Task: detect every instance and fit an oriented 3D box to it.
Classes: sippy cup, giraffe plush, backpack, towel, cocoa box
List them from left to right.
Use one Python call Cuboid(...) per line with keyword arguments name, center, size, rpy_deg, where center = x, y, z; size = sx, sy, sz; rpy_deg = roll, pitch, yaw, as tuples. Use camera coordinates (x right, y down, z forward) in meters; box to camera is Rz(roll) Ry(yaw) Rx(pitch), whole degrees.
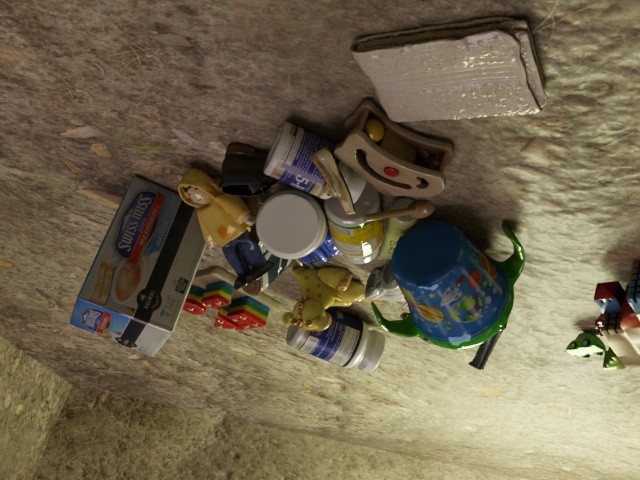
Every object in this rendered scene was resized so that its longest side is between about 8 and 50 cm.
Cuboid(name="cocoa box", center=(-0.432, 0.065, 1.829), size=(0.228, 0.347, 0.231), rpy_deg=(24, 151, -13))
Cuboid(name="giraffe plush", center=(-0.005, 0.165, 1.971), size=(0.210, 0.170, 0.181), rpy_deg=(30, 150, -25))
Cuboid(name="backpack", center=(0.000, 0.000, 1.739), size=(0.120, 0.101, 0.098), rpy_deg=(-3, 154, 27))
Cuboid(name="sippy cup", center=(0.265, 0.081, 1.586), size=(0.240, 0.305, 0.224), rpy_deg=(20, 161, 43))
Cuboid(name="towel", center=(0.206, -0.260, 1.186), size=(0.282, 0.049, 0.187), rpy_deg=(0, 148, 30))

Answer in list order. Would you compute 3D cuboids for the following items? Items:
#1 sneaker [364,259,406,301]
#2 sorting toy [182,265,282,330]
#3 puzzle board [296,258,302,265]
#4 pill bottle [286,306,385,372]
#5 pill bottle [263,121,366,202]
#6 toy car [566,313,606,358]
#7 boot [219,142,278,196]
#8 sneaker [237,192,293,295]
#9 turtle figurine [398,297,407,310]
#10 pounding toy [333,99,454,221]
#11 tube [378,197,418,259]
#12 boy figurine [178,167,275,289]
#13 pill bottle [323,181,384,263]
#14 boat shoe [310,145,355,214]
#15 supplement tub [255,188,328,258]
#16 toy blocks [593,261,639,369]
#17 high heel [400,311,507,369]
Cuboid(name="sneaker", center=(0.200, 0.102, 1.850), size=(0.115, 0.090, 0.232), rpy_deg=(17, 163, -14))
Cuboid(name="sorting toy", center=(-0.299, 0.195, 2.286), size=(0.257, 0.089, 0.256), rpy_deg=(34, 148, -31))
Cuboid(name="puzzle board", center=(-0.073, -0.011, 1.763), size=(0.011, 0.096, 0.128), rpy_deg=(-16, 144, 14))
Cuboid(name="pill bottle", center=(0.047, 0.284, 2.187), size=(0.265, 0.153, 0.153), rpy_deg=(24, 152, -13))
Cuboid(name="pill bottle", center=(-0.006, -0.144, 1.454), size=(0.187, 0.111, 0.112), rpy_deg=(22, 153, -11))
Cuboid(name="toy car", center=(0.707, 0.244, 1.850), size=(0.239, 0.053, 0.225), rpy_deg=(29, 151, -22))
Cuboid(name="boot", center=(-0.103, -0.127, 1.547), size=(0.219, 0.106, 0.082), rpy_deg=(11, 153, 11))
Cuboid(name="sneaker", center=(-0.130, -0.020, 1.791), size=(0.099, 0.153, 0.282), rpy_deg=(19, 124, 27))
Cuboid(name="turtle figurine", center=(0.316, 0.147, 1.790), size=(0.234, 0.118, 0.175), rpy_deg=(-30, 164, 34))
Cuboid(name="pounding toy", center=(0.143, -0.119, 1.369), size=(0.270, 0.154, 0.154), rpy_deg=(35, 152, -31))
Cuboid(name="tube", center=(0.180, -0.011, 1.662), size=(0.070, 0.062, 0.240), rpy_deg=(32, 159, 15))
Cuboid(name="boy figurine", center=(-0.212, -0.037, 1.678), size=(0.177, 0.092, 0.285), rpy_deg=(-21, 103, 43))
Cuboid(name="pill bottle", center=(0.077, -0.034, 1.608), size=(0.118, 0.117, 0.208), rpy_deg=(9, 152, 14))
Cuboid(name="boat shoe", center=(0.023, -0.106, 1.386), size=(0.045, 0.135, 0.050), rpy_deg=(-24, -173, 5))
Cuboid(name="supplement tub", center=(-0.059, -0.034, 1.582), size=(0.145, 0.144, 0.200), rpy_deg=(15, -178, 3))
Cuboid(name="toy blocks", center=(0.730, 0.145, 1.551), size=(0.382, 0.190, 0.261), rpy_deg=(-13, 130, 42))
Cuboid(name="high heel", center=(0.346, 0.193, 1.930), size=(0.261, 0.186, 0.093), rpy_deg=(28, -166, 23))
